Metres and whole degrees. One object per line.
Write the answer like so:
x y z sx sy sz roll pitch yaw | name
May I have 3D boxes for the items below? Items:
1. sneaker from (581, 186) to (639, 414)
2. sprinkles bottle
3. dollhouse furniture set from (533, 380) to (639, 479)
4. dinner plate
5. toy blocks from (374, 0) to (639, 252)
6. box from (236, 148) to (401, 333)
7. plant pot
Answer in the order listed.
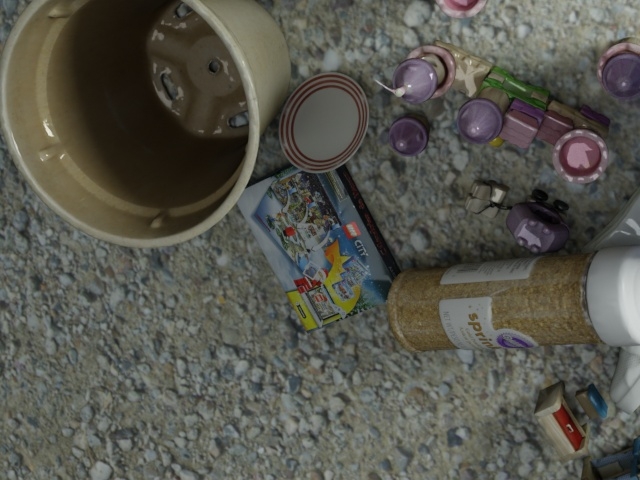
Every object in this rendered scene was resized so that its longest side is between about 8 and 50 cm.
0.406 0.069 1.507 0.169 0.108 0.293 26 105 9 | sneaker
0.256 0.080 1.482 0.355 0.121 0.121 -7 108 42 | sprinkles bottle
0.392 0.281 1.568 0.129 0.129 0.184 -30 98 25 | dollhouse furniture set
0.006 -0.158 1.563 0.141 0.017 0.141 -7 75 28 | dinner plate
0.216 -0.140 1.398 0.288 0.260 0.309 27 115 6 | toy blocks
0.000 0.000 1.636 0.159 0.044 0.233 -24 101 23 | box
-0.187 -0.195 1.480 0.333 0.305 0.334 6 110 15 | plant pot
